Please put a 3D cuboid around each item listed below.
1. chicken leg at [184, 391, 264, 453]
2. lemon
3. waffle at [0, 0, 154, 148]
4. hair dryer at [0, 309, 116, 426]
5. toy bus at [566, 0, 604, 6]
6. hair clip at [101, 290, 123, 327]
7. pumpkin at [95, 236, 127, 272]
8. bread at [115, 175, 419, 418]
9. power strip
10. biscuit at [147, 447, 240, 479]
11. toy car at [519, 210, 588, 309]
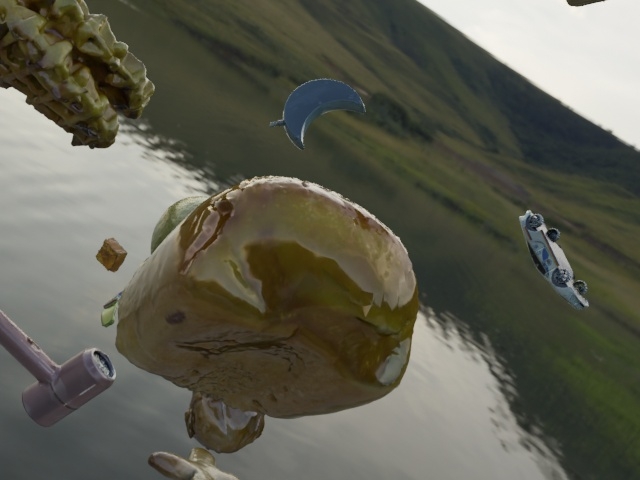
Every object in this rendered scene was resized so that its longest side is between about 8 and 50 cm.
[{"bbox_3d":[-0.237,0.337,1.784,0.295,0.182,0.409,24,41,-56],"label":"chicken leg"},{"bbox_3d":[-0.204,0.015,1.225,0.184,0.184,0.248,21,20,-48],"label":"lemon"},{"bbox_3d":[-0.416,-0.279,1.041,0.324,0.151,0.261,30,-18,4],"label":"waffle"},{"bbox_3d":[-0.621,0.239,1.532,0.344,0.189,0.107,55,4,-28],"label":"hair dryer"},{"bbox_3d":[0.642,-0.600,1.421,0.202,0.177,0.365,60,-15,-18],"label":"toy bus"},{"bbox_3d":[-0.540,0.174,1.828,0.033,0.060,0.188,53,6,-17],"label":"hair clip"},{"bbox_3d":[-0.602,0.043,2.044,0.074,0.083,0.054,45,26,14],"label":"pumpkin"},{"bbox_3d":[-0.055,0.073,0.973,0.361,0.250,0.394,26,-32,-18],"label":"bread"},{"bbox_3d":[-0.017,-0.351,1.930,0.168,0.253,0.054,56,-11,21],"label":"power strip"},{"bbox_3d":[-0.238,0.472,1.413,0.164,0.047,0.208,33,-3,19],"label":"biscuit"},{"bbox_3d":[0.411,0.036,1.254,0.095,0.056,0.205,26,40,-48],"label":"toy car"}]
